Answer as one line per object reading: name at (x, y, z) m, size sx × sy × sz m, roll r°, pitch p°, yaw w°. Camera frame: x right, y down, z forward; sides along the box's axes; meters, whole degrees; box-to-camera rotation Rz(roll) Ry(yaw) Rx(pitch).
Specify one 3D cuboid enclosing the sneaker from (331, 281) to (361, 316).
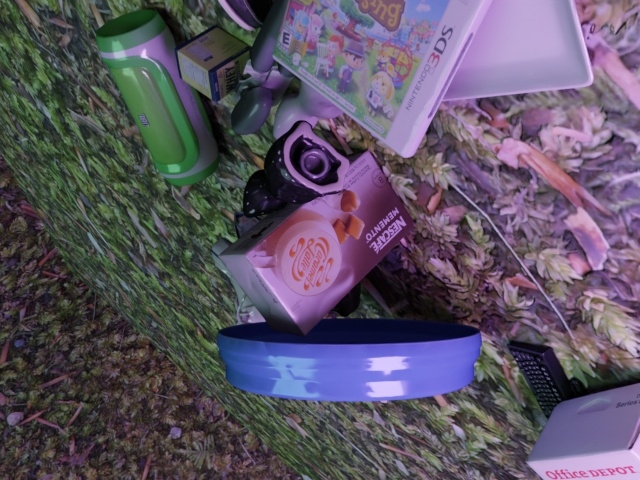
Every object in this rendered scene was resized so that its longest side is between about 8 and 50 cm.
sneaker at (-0.028, 0.069, 1.169) m, size 0.276 × 0.098 × 0.135 m, roll 18°, pitch 139°, yaw 41°

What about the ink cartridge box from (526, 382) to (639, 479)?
ink cartridge box at (0.443, 0.332, 0.796) m, size 0.273 × 0.115 × 0.198 m, roll 44°, pitch 149°, yaw 2°

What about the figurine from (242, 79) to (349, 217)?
figurine at (-0.030, -0.138, 0.812) m, size 0.092 × 0.214 × 0.209 m, roll 26°, pitch 160°, yaw -20°

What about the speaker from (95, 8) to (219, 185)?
speaker at (-0.280, -0.245, 1.090) m, size 0.131 × 0.131 × 0.296 m, roll 23°, pitch 144°, yaw 39°

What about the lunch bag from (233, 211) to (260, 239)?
lunch bag at (-0.151, -0.015, 1.287) m, size 0.083 × 0.053 × 0.071 m, roll 38°, pitch 152°, yaw 33°

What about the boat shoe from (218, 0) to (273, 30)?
boat shoe at (-0.099, -0.359, 0.729) m, size 0.079 × 0.084 × 0.233 m, roll 8°, pitch 139°, yaw 27°

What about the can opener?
can opener at (-0.055, -0.234, 0.820) m, size 0.280 × 0.074 × 0.093 m, roll 137°, pitch 130°, yaw -60°

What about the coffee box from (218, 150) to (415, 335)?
coffee box at (0.000, 0.000, 0.874) m, size 0.141 × 0.246 × 0.098 m, roll 57°, pitch 153°, yaw -16°

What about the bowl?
bowl at (0.041, 0.170, 0.923) m, size 0.391 × 0.391 × 0.077 m, roll -4°, pitch 85°, yaw 57°

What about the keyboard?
keyboard at (0.353, 0.229, 0.914) m, size 0.108 × 0.023 × 0.180 m, roll -2°, pitch 126°, yaw 56°

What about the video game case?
video game case at (0.051, -0.221, 0.627) m, size 0.212 × 0.023 × 0.193 m, roll 42°, pitch 131°, yaw 22°

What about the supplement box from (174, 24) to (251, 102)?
supplement box at (-0.159, -0.269, 0.929) m, size 0.083 × 0.083 × 0.056 m, roll 37°, pitch 151°, yaw 22°

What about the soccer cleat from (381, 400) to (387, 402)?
soccer cleat at (0.077, 0.266, 1.317) m, size 0.248 × 0.083 × 0.095 m, roll 13°, pitch 114°, yaw 51°

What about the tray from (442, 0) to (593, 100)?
tray at (0.139, -0.216, 0.627) m, size 0.270 × 0.030 × 0.145 m, roll 9°, pitch 135°, yaw 50°

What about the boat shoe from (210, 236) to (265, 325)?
boat shoe at (-0.126, 0.158, 1.282) m, size 0.367 × 0.156 × 0.136 m, roll 47°, pitch 177°, yaw -30°
